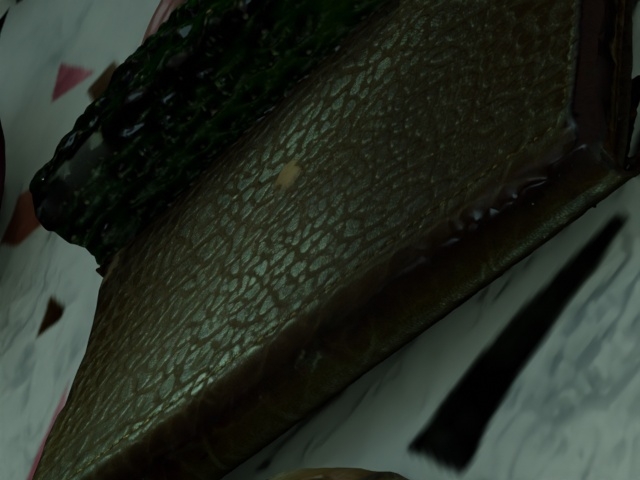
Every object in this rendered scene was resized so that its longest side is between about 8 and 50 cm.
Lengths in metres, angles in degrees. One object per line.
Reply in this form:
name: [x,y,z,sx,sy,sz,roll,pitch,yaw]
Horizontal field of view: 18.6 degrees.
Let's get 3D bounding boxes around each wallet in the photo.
wallet: [0.000,0.000,0.548,0.243,0.039,0.133,-41,26,37]

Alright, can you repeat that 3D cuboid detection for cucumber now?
cucumber: [-0.027,-0.056,0.632,0.187,0.058,0.058,-39,34,37]

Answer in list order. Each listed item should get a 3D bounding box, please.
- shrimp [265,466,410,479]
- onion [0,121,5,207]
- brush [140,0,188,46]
shrimp: [-0.059,0.158,0.476,0.289,0.075,0.178,-19,50,37]
onion: [-0.219,-0.022,0.832,0.207,0.200,0.201,93,-164,-73]
brush: [-0.005,-0.133,0.674,0.233,0.047,0.103,-46,30,31]
